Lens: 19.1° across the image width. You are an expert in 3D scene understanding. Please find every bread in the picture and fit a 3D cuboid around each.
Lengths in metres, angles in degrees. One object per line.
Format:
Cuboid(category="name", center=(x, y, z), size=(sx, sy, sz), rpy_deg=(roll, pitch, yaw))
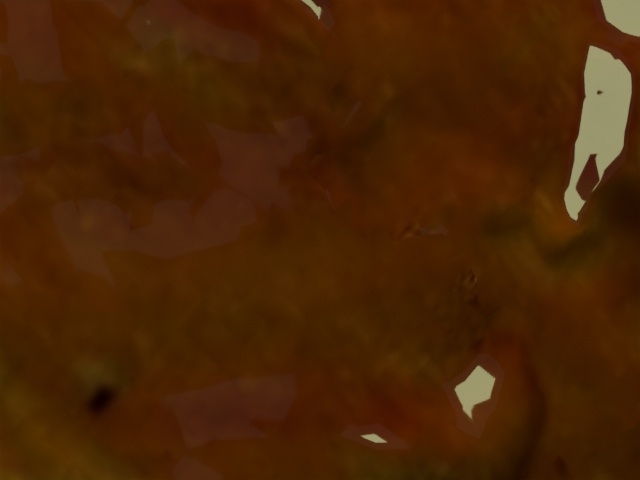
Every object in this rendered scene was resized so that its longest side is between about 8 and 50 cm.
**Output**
Cuboid(category="bread", center=(0.000, 0.000, 0.439), size=(0.277, 0.167, 0.324), rpy_deg=(45, 69, -20))
